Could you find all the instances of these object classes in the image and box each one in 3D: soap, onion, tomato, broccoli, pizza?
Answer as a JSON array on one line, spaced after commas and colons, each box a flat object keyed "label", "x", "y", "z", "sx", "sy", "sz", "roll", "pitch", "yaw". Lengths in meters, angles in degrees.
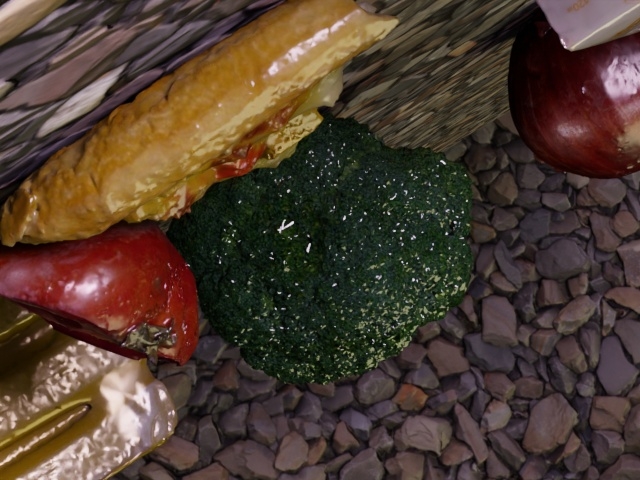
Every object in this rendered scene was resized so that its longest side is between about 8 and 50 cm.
[{"label": "soap", "x": -0.296, "y": 0.160, "z": 1.311, "sx": 0.315, "sy": 0.199, "sz": 0.091, "roll": -33, "pitch": -175, "yaw": -29}, {"label": "onion", "x": 0.357, "y": -0.192, "z": 1.853, "sx": 0.276, "sy": 0.276, "sz": 0.276, "roll": -33, "pitch": 177, "yaw": -2}, {"label": "tomato", "x": -0.164, "y": 0.018, "z": 1.084, "sx": 0.189, "sy": 0.173, "sz": 0.099, "roll": 32, "pitch": 78, "yaw": -51}, {"label": "broccoli", "x": 0.000, "y": 0.000, "z": 1.547, "sx": 0.308, "sy": 0.275, "sz": 0.308, "roll": -10, "pitch": 133, "yaw": -11}, {"label": "pizza", "x": -0.051, "y": -0.081, "z": 1.048, "sx": 0.280, "sy": 0.075, "sz": 0.288, "roll": -33, "pitch": 177, "yaw": 16}]

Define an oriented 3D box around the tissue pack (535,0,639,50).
[{"label": "tissue pack", "x": 0.266, "y": -0.249, "z": 1.133, "sx": 0.225, "sy": 0.124, "sz": 0.185, "roll": -35, "pitch": 175, "yaw": 26}]
